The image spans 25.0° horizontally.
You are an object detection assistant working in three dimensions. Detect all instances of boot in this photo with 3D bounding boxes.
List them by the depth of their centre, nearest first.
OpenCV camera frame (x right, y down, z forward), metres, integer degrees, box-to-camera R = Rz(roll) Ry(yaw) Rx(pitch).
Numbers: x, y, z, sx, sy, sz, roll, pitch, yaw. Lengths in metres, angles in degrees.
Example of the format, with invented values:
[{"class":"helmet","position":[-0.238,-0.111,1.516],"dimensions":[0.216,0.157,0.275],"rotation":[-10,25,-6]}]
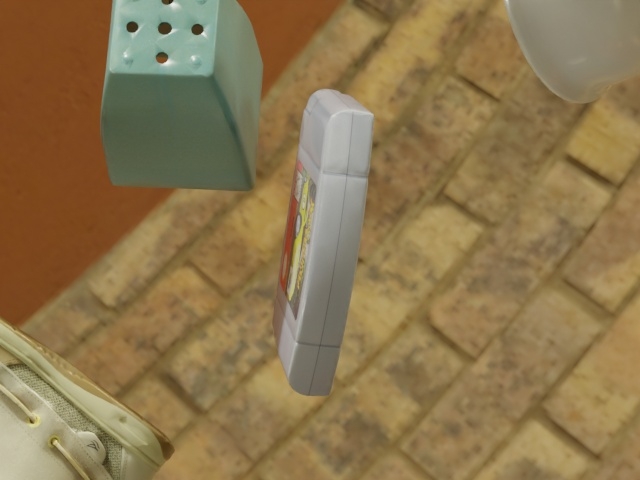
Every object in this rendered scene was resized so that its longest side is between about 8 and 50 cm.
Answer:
[{"class":"boot","position":[-0.220,0.133,0.892],"dimensions":[0.165,0.213,0.077],"rotation":[-55,7,-11]}]

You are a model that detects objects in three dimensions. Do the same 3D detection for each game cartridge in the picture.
[{"class":"game cartridge","position":[0.000,0.000,1.482],"dimensions":[0.060,0.196,0.294],"rotation":[6,-78,-13]}]

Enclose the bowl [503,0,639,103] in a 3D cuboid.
[{"class":"bowl","position":[0.314,-0.300,1.518],"dimensions":[0.298,0.134,0.297],"rotation":[9,-101,-53]}]

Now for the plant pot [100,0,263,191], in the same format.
[{"class":"plant pot","position":[-0.152,-0.173,1.545],"dimensions":[0.234,0.166,0.165],"rotation":[90,-178,-71]}]
